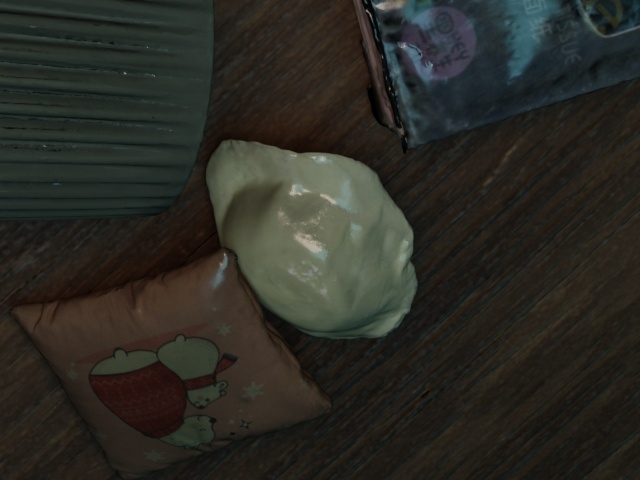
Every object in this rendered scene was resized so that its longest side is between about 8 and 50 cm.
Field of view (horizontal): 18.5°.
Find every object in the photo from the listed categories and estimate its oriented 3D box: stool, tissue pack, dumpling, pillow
[{"bbox_3d":[-0.276,-0.153,1.558,0.330,0.297,0.297,2,113,-22],"label":"stool"},{"bbox_3d":[0.199,-0.254,1.734,0.361,0.122,0.259,-17,113,-6],"label":"tissue pack"},{"bbox_3d":[0.000,0.000,1.781,0.162,0.132,0.250,-20,121,34],"label":"dumpling"},{"bbox_3d":[-0.135,0.114,1.802,0.236,0.084,0.223,-17,125,15],"label":"pillow"}]
